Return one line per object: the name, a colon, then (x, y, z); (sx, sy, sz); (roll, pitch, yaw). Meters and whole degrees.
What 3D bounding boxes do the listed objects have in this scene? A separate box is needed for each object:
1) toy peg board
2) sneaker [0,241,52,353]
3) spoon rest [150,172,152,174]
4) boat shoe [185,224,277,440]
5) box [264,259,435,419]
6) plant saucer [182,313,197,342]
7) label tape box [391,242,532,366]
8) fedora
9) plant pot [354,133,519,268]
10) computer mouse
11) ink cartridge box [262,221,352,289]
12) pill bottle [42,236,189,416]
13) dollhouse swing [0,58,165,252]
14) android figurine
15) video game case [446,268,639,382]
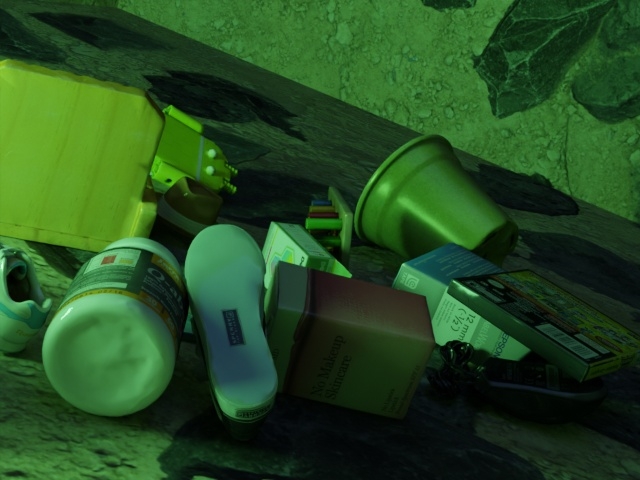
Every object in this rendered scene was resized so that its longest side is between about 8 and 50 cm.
toy peg board: (0.000, 0.000, 1.953); (0.079, 0.161, 0.160); (1, 21, -12)
sneaker: (-0.433, 0.034, 1.405); (0.229, 0.092, 0.087); (52, 23, 15)
spoon rest: (-0.343, -0.175, 2.308); (0.276, 0.084, 0.137); (20, 13, -39)
boat shoe: (-0.115, 0.118, 1.409); (0.113, 0.105, 0.306); (-8, 51, -16)
box: (0.028, 0.143, 1.524); (0.232, 0.148, 0.127); (13, 29, -10)
plant saucer: (-0.172, 0.137, 1.596); (0.192, 0.018, 0.067); (15, 18, -11)
label tape box: (0.318, 0.142, 1.887); (0.347, 0.115, 0.249); (31, 21, 20)
fedora: (-0.239, -0.066, 1.989); (0.194, 0.079, 0.194); (30, 13, -7)
plant pot: (0.254, -0.035, 2.169); (0.276, 0.276, 0.254); (-4, 38, -49)
computer mouse: (0.311, 0.236, 1.681); (0.272, 0.072, 0.188); (8, 18, 13)
ink cartridge box: (-0.032, 0.058, 1.812); (0.062, 0.109, 0.209); (6, 21, -31)
pill bottle: (-0.257, 0.100, 1.392); (0.162, 0.162, 0.278); (15, 18, -7)
dollhouse swing: (-0.442, -0.164, 1.781); (0.347, 0.305, 0.315); (10, 19, -18)
android figurine: (-0.290, -0.181, 2.225); (0.273, 0.056, 0.248); (30, 32, -21)
video game case: (0.383, 0.132, 1.760); (0.275, 0.035, 0.248); (34, 24, 34)
